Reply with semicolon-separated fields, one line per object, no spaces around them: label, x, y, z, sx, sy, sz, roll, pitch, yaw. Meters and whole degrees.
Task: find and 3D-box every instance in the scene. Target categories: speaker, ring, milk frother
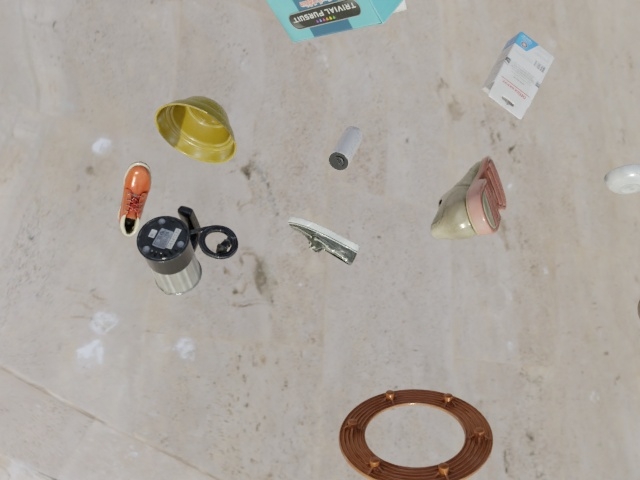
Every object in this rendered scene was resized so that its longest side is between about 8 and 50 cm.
speaker;0.066;-0.235;1.516;0.055;0.055;0.136;44;42;-16
ring;0.206;0.419;1.314;0.336;0.336;0.032;-18;114;-33
milk frother;-0.212;0.028;0.995;0.143;0.135;0.129;34;67;15

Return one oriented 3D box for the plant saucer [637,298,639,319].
plant saucer;0.857;0.180;1.320;0.278;0.278;0.041;42;54;-17

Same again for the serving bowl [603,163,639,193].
serving bowl;0.565;-0.107;1.090;0.083;0.083;0.027;17;63;-28

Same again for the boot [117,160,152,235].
boot;-0.391;-0.086;1.261;0.059;0.085;0.158;10;117;-22

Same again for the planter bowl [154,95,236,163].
planter bowl;-0.300;-0.298;1.507;0.217;0.217;0.090;31;58;-22

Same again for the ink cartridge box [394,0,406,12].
ink cartridge box;0.163;-0.685;1.480;0.139;0.082;0.191;52;35;-63

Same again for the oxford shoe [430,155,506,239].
oxford shoe;0.354;-0.106;1.435;0.397;0.146;0.141;-37;107;-61

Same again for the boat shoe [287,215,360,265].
boat shoe;0.000;0.000;1.662;0.219;0.078;0.070;25;84;6

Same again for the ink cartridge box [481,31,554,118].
ink cartridge box;0.442;-0.367;1.361;0.104;0.060;0.180;33;78;-12

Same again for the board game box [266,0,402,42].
board game box;-0.041;-0.517;1.023;0.079;0.253;0.336;-54;126;-21
